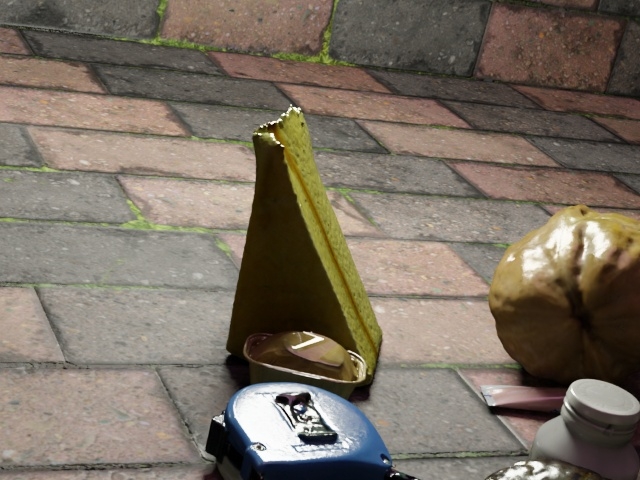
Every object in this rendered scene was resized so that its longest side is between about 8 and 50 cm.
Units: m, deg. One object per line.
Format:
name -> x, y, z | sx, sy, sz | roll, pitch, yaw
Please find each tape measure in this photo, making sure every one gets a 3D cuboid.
tape measure -> 0.032, 0.269, 1.708 | 0.351, 0.098, 0.215 | 4, 24, -30

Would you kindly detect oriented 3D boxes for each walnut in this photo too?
walnut -> 0.432, 0.089, 2.132 | 0.306, 0.306, 0.344 | 19, 8, 14

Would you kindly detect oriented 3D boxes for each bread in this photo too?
bread -> 0.000, 0.000, 1.994 | 0.244, 0.362, 0.233 | 12, 21, 4

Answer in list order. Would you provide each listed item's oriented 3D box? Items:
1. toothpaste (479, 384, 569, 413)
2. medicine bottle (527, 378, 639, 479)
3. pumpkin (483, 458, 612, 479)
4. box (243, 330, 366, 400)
toothpaste -> 0.346, 0.245, 2.031 | 0.194, 0.043, 0.067 | 5, 20, -8
medicine bottle -> 0.328, 0.289, 1.660 | 0.135, 0.215, 0.135 | 12, 21, -4
pumpkin -> 0.267, 0.354, 1.500 | 0.237, 0.159, 0.238 | 3, 47, -3
box -> -0.025, 0.180, 1.877 | 0.177, 0.111, 0.111 | 13, 21, -2
